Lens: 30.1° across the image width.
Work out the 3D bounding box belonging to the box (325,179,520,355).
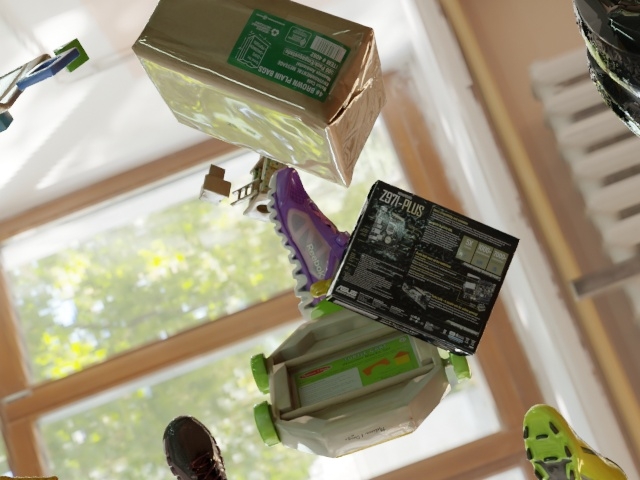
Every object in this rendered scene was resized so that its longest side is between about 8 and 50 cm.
[{"bbox_3d":[0.116,0.034,1.376,0.077,0.180,0.147,124,168,-82],"label":"box"}]

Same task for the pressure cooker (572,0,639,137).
[{"bbox_3d":[0.491,-0.198,1.149,0.420,0.370,0.375,34,174,-38],"label":"pressure cooker"}]

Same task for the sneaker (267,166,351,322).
[{"bbox_3d":[0.000,0.000,1.726,0.095,0.104,0.236,-21,-88,-67],"label":"sneaker"}]

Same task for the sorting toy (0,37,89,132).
[{"bbox_3d":[-0.433,-0.155,1.495,0.047,0.348,0.196,61,-161,-21],"label":"sorting toy"}]

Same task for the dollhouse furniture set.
[{"bbox_3d":[-0.146,-0.156,2.384,0.101,0.161,0.182,-46,31,51],"label":"dollhouse furniture set"}]

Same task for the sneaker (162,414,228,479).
[{"bbox_3d":[-0.182,0.453,2.190,0.162,0.106,0.281,4,120,54],"label":"sneaker"}]

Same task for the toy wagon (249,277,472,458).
[{"bbox_3d":[0.043,0.148,1.541,0.344,0.267,0.068,-102,-7,-65],"label":"toy wagon"}]

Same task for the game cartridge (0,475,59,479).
[{"bbox_3d":[-0.485,0.364,1.483,0.285,0.324,0.052,116,149,-53],"label":"game cartridge"}]

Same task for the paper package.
[{"bbox_3d":[-0.083,-0.245,1.811,0.309,0.325,0.168,64,-130,-73],"label":"paper package"}]

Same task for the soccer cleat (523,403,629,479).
[{"bbox_3d":[0.429,0.373,1.940,0.289,0.093,0.121,53,-137,-9],"label":"soccer cleat"}]
